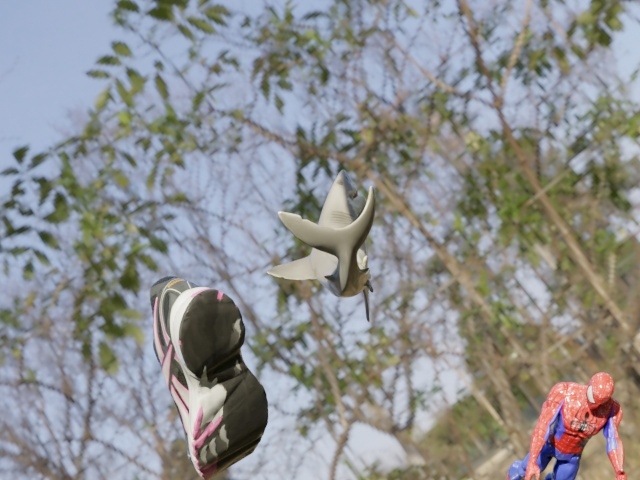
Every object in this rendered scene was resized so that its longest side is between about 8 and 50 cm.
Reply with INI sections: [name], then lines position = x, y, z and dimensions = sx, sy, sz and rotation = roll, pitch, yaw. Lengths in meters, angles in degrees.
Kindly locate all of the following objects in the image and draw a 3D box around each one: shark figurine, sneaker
[shark figurine]
position = 0.000, 0.020, 1.143
dimensions = 0.116, 0.166, 0.278
rotation = -3, 8, 2
[sneaker]
position = -0.092, 0.100, 0.860
dimensions = 0.072, 0.077, 0.178
rotation = -21, -56, -30

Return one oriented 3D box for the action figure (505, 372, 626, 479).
[action figure]
position = 0.259, 0.260, 1.205
dimensions = 0.139, 0.092, 0.280
rotation = -73, -1, -48
